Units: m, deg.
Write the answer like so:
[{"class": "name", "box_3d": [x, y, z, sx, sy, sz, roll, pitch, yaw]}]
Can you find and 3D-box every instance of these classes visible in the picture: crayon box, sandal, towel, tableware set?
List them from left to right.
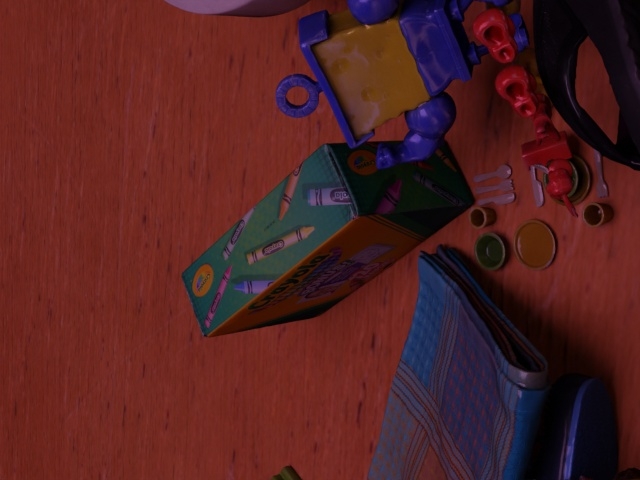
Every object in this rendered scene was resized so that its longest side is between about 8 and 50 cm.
[{"class": "crayon box", "box_3d": [0.000, 0.000, 1.073, 0.278, 0.165, 0.081, -39, 67, 43]}, {"class": "towel", "box_3d": [0.108, 0.221, 0.996, 0.271, 0.040, 0.370, -120, 39, -64]}, {"class": "tableware set", "box_3d": [0.197, -0.024, 0.961, 0.154, 0.024, 0.104, -10, 88, 47]}, {"class": "sandal", "box_3d": [0.229, -0.175, 0.819, 0.107, 0.168, 0.445, -50, 51, 47]}]

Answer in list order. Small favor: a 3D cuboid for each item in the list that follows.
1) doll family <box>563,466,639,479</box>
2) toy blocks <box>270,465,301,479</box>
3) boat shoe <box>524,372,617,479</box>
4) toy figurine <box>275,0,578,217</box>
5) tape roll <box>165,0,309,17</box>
[{"class": "doll family", "box_3d": [0.298, 0.254, 0.782, 0.263, 0.163, 0.118, 42, 149, 21]}, {"class": "toy blocks", "box_3d": [-0.172, 0.464, 1.251, 0.191, 0.261, 0.381, 46, 126, 33]}, {"class": "boat shoe", "box_3d": [0.201, 0.241, 0.930, 0.089, 0.109, 0.258, 12, 102, 42]}, {"class": "toy figurine", "box_3d": [0.048, -0.159, 0.835, 0.217, 0.191, 0.362, -18, 123, 18]}, {"class": "tape roll", "box_3d": [-0.077, -0.402, 0.960, 0.392, 0.072, 0.391, 7, 100, 45]}]
